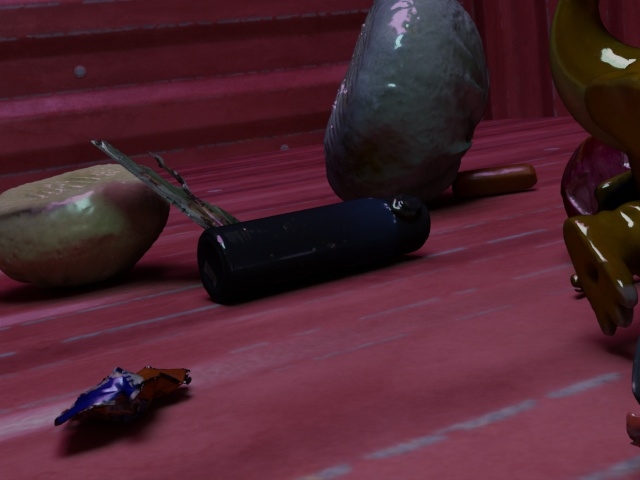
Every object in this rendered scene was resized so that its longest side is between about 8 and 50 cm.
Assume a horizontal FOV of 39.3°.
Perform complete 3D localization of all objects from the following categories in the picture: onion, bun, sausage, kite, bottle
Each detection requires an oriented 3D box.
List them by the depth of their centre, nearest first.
[{"bbox_3d":[0.308,-0.057,0.817,0.177,0.154,0.177,-18,10,3],"label":"onion"},{"bbox_3d":[0.000,0.000,0.900,0.244,0.072,0.082,-12,-32,-31],"label":"bottle"},{"bbox_3d":[-0.127,-0.035,1.007,0.267,0.013,0.323,42,6,40],"label":"kite"},{"bbox_3d":[-0.277,-0.007,1.029,0.222,0.128,0.222,-13,18,4],"label":"bun"},{"bbox_3d":[0.130,-0.206,1.321,0.211,0.362,0.362,17,11,1],"label":"bun"},{"bbox_3d":[0.263,-0.090,1.351,0.131,0.041,0.039,-8,22,-3],"label":"sausage"}]

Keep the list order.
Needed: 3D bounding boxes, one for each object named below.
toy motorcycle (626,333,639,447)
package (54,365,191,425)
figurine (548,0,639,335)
[{"bbox_3d":[0.217,0.063,0.332,0.150,0.102,0.221,13,-4,-43],"label":"toy motorcycle"},{"bbox_3d":[-0.123,0.096,0.556,0.077,0.033,0.111,-31,-3,-3],"label":"package"},{"bbox_3d":[0.333,-0.111,0.551,0.386,0.401,0.268,-14,30,-6],"label":"figurine"}]
